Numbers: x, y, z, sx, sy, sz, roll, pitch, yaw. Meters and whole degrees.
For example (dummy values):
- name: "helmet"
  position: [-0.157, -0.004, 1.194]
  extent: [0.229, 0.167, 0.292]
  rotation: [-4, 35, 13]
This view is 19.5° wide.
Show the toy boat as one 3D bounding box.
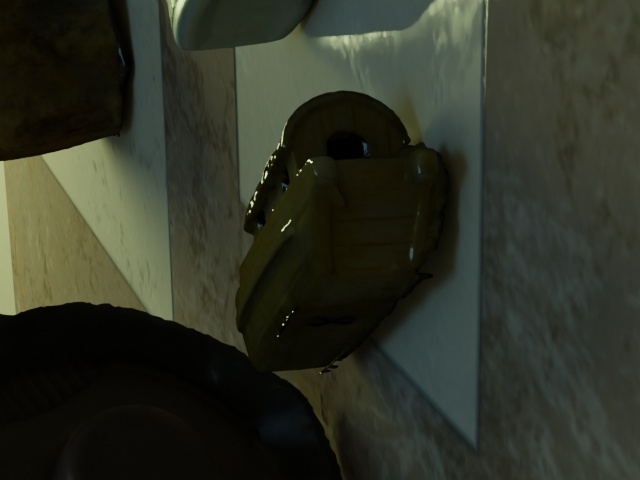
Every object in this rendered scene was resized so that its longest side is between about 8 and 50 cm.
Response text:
- name: "toy boat"
  position: [0.000, 0.000, 0.841]
  extent: [0.226, 0.068, 0.088]
  rotation: [123, 141, -68]

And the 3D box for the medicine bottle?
- name: "medicine bottle"
  position: [-0.054, -0.192, 0.909]
  extent: [0.119, 0.069, 0.183]
  rotation: [124, 136, -68]

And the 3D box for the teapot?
- name: "teapot"
  position: [-0.115, 0.243, 1.002]
  extent: [0.376, 0.306, 0.361]
  rotation: [45, 141, 16]

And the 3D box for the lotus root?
- name: "lotus root"
  position: [-0.244, -0.155, 1.340]
  extent: [0.188, 0.180, 0.199]
  rotation: [-177, 79, -76]
